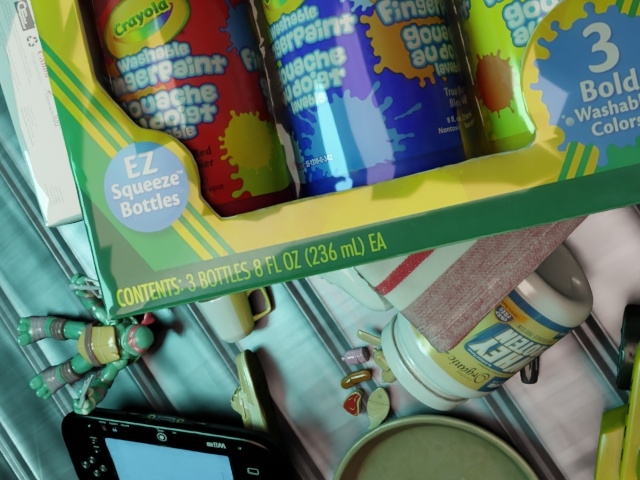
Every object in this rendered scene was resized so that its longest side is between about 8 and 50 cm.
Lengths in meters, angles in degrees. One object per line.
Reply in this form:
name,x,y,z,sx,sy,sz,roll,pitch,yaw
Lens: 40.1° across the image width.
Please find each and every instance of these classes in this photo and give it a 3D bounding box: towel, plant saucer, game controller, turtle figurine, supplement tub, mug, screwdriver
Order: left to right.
turtle figurine,-0.296,0.138,1.144,0.234,0.118,0.175,-14,75,37
game controller,-0.186,0.294,1.139,0.319,0.067,0.166,3,132,18
mug,-0.107,0.091,1.102,0.078,0.062,0.064,-17,101,27
towel,0.083,-0.089,0.798,0.237,0.037,0.329,-45,97,4
plant saucer,0.146,0.339,1.064,0.278,0.041,0.277,3,100,19
supplement tub,0.175,0.079,0.947,0.144,0.144,0.199,47,120,7
screwdriver,0.240,0.081,1.002,0.025,0.024,0.169,2,93,-11

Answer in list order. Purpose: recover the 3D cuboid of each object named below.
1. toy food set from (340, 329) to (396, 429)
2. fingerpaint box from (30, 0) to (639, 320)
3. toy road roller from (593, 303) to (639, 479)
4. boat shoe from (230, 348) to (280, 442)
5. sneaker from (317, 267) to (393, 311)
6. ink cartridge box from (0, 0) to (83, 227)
toy food set,0.058,0.169,1.079,0.078,0.019,0.122,22,113,15
fingerpaint box,0.024,-0.170,0.670,0.445,0.163,0.371,-12,92,7
toy road roller,0.377,0.224,0.856,0.203,0.240,0.329,7,101,18
boat shoe,-0.091,0.207,1.118,0.045,0.050,0.135,-13,94,15
sneaker,0.000,0.000,1.045,0.235,0.090,0.095,49,123,10
ink cartridge box,-0.226,-0.200,1.040,0.272,0.130,0.309,-16,94,1
